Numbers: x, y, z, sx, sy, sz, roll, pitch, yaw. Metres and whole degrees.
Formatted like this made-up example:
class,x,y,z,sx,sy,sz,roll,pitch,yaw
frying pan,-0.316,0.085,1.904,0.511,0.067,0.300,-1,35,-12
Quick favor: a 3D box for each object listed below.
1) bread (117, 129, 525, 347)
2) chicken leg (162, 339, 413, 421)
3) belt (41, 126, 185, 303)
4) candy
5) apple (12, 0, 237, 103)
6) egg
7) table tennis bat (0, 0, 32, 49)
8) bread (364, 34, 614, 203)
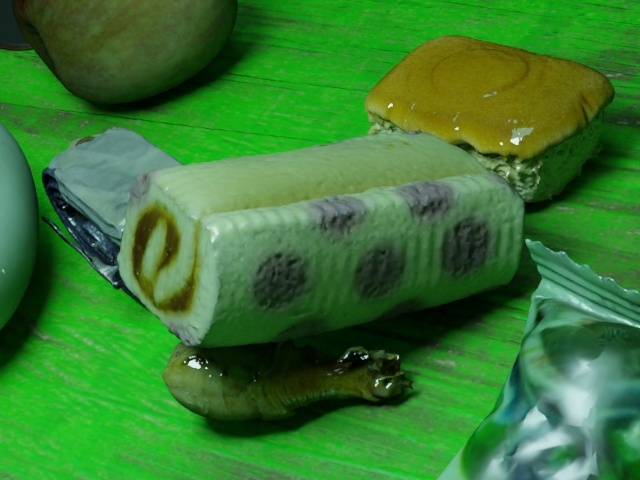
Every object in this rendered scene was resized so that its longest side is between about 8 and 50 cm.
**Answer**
class,x,y,z,sx,sy,sz,roll,pitch,yaw
bread,0.000,0.000,1.729,0.338,0.155,0.187,-9,30,-31
chicken leg,-0.031,0.118,1.727,0.228,0.088,0.103,-5,9,-2
belt,-0.199,-0.022,1.918,0.126,0.139,0.230,-33,42,-19
candy,0.177,0.214,1.467,0.263,0.172,0.398,17,61,39
apple,-0.232,-0.287,2.170,0.234,0.257,0.257,-31,39,-12
egg,-0.404,-0.014,1.921,0.230,0.230,0.371,-12,34,8
table tennis bat,-0.405,-0.316,2.465,0.274,0.021,0.154,26,55,40
bread,0.174,-0.127,1.915,0.245,0.121,0.174,19,52,41
